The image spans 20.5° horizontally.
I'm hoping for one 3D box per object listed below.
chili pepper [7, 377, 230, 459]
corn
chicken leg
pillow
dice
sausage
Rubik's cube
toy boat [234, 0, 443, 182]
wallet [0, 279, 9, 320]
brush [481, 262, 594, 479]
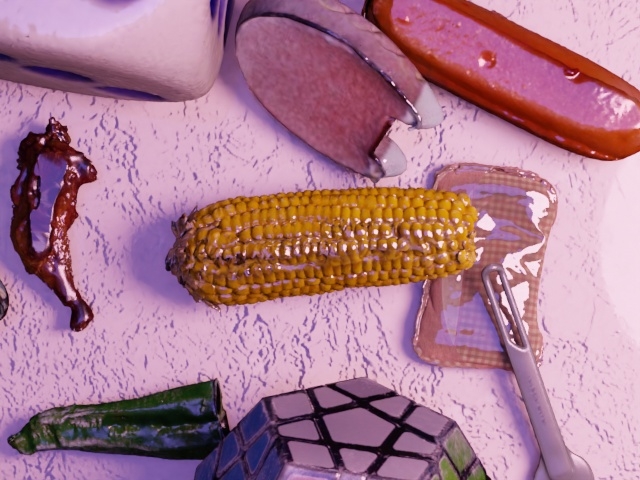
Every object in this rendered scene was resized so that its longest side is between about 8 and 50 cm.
[{"bbox_3d":[-0.206,0.194,1.792,0.227,0.059,0.088,-7,101,4],"label":"chili pepper"},{"bbox_3d":[0.000,0.000,1.762,0.318,0.115,0.115,-7,88,6],"label":"corn"},{"bbox_3d":[-0.273,-0.017,1.802,0.089,0.048,0.219,1,88,4],"label":"chicken leg"},{"bbox_3d":[0.168,0.027,1.802,0.135,0.034,0.211,6,86,2],"label":"pillow"},{"bbox_3d":[-0.232,-0.308,1.702,0.304,0.277,0.304,9,86,2],"label":"dice"},{"bbox_3d":[0.190,-0.170,1.778,0.330,0.102,0.102,26,88,0],"label":"sausage"},{"bbox_3d":[0.022,0.288,1.677,0.264,0.319,0.319,26,88,-24],"label":"Rubik's cube"},{"bbox_3d":[0.018,-0.169,1.770,0.227,0.155,0.085,38,48,2],"label":"toy boat"},{"bbox_3d":[-0.445,0.013,1.791,0.176,0.075,0.250,-32,89,3],"label":"wallet"},{"bbox_3d":[0.213,0.147,1.782,0.062,0.027,0.266,-19,97,-2],"label":"brush"}]
